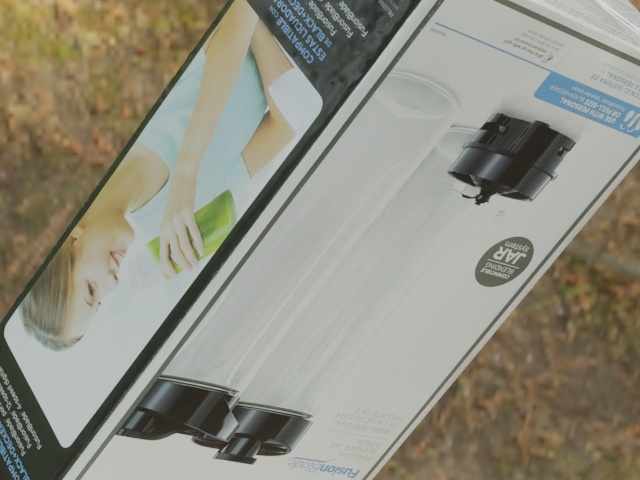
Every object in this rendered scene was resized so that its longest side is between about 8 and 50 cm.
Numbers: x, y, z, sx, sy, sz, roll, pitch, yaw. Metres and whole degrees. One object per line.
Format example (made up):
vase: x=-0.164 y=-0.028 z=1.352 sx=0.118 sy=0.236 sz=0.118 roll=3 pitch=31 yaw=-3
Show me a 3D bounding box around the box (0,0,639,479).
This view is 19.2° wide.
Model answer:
box: x=0.000 y=0.000 z=0.777 sx=0.169 sy=0.290 sz=0.087 roll=17 pitch=29 yaw=-46
